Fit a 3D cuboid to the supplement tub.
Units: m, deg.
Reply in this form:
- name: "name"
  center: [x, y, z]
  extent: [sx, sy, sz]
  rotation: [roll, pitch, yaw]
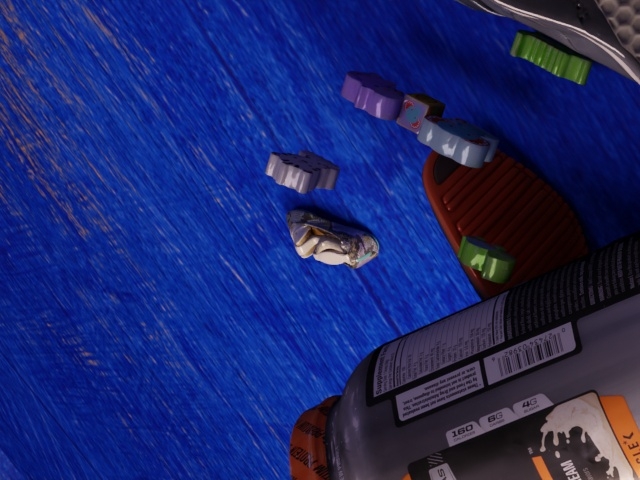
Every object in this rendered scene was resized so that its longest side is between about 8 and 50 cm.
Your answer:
- name: "supplement tub"
  center: [0.149, 0.125, 1.145]
  extent: [0.316, 0.193, 0.194]
  rotation: [-26, 108, 23]

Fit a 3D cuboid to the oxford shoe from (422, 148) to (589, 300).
- name: "oxford shoe"
  center: [0.157, 0.041, 1.283]
  extent: [0.271, 0.097, 0.098]
  rotation: [52, 159, -8]

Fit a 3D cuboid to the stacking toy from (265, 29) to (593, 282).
- name: "stacking toy"
  center: [0.067, -0.086, 1.197]
  extent: [0.221, 0.052, 0.167]
  rotation: [29, 112, 32]

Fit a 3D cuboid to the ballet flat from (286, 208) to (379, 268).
- name: "ballet flat"
  center: [0.000, 0.000, 1.511]
  extent: [0.114, 0.041, 0.041]
  rotation: [18, 140, 45]

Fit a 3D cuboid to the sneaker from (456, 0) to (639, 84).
- name: "sneaker"
  center: [0.163, -0.150, 1.039]
  extent: [0.226, 0.086, 0.163]
  rotation: [26, -172, -17]
